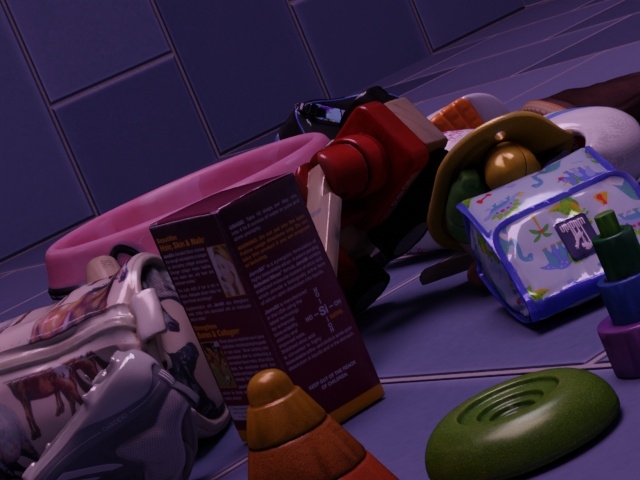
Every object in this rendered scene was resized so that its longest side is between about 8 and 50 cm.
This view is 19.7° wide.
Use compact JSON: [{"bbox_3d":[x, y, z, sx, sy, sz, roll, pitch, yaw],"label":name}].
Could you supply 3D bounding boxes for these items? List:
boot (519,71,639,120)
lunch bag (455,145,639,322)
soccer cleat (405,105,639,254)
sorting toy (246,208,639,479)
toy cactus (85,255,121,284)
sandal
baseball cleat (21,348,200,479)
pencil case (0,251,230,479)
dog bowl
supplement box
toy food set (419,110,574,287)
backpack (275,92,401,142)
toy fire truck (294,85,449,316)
[{"bbox_3d":[0.326,-0.154,2.074,0.207,0.090,0.248,-26,5,-8],"label":"boot"},{"bbox_3d":[0.195,0.002,1.457,0.129,0.096,0.151,-24,31,-5],"label":"lunch bag"},{"bbox_3d":[0.158,-0.055,1.811,0.331,0.116,0.143,-18,9,30],"label":"soccer cleat"},{"bbox_3d":[0.085,0.081,1.116,0.365,0.126,0.127,-29,10,-30],"label":"sorting toy"},{"bbox_3d":[-0.196,0.081,1.787,0.219,0.112,0.180,-15,46,-12],"label":"toy cactus"},{"bbox_3d":[0.123,-0.098,2.233,0.265,0.102,0.076,-29,13,-28],"label":"sandal"},{"bbox_3d":[-0.163,0.175,1.390,0.206,0.109,0.072,-52,2,34],"label":"baseball cleat"},{"bbox_3d":[-0.271,0.139,1.554,0.410,0.160,0.183,-20,-18,20],"label":"pencil case"},{"bbox_3d":[-0.123,0.012,2.034,0.408,0.150,0.408,-22,8,3],"label":"dog bowl"},{"bbox_3d":[-0.041,0.053,1.405,0.081,0.188,0.104,-28,10,-34],"label":"supplement box"},{"bbox_3d":[0.164,-0.016,1.595,0.128,0.071,0.218,-15,-35,-15],"label":"toy food set"},{"bbox_3d":[0.048,-0.106,2.328,0.173,0.158,0.117,-12,-16,-27],"label":"backpack"},{"bbox_3d":[0.000,0.000,1.623,0.246,0.158,0.217,-20,-28,-52],"label":"toy fire truck"}]
